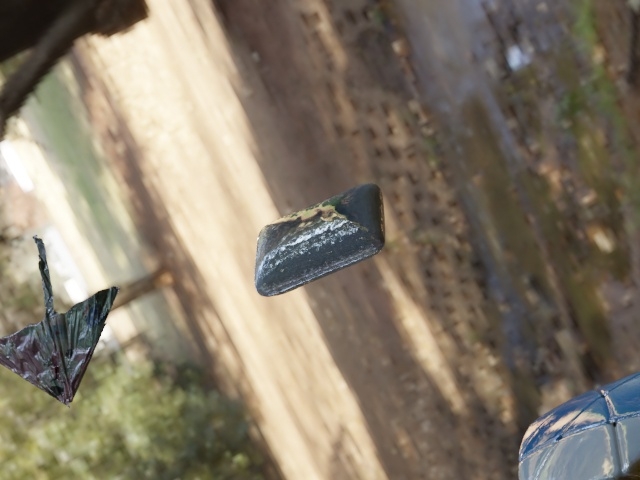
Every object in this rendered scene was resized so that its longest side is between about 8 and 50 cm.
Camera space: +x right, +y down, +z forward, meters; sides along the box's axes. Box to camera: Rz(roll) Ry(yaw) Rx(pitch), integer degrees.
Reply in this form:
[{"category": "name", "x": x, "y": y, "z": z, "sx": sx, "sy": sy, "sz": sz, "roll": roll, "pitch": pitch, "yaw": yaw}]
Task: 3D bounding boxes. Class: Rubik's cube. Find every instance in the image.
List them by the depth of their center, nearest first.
[{"category": "Rubik's cube", "x": 0.238, "y": 0.220, "z": 1.208, "sx": 0.254, "sy": 0.254, "sz": 0.254, "roll": 61, "pitch": 174, "yaw": 11}]

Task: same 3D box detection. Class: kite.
[{"category": "kite", "x": -0.222, "y": 0.065, "z": 1.142, "sx": 0.011, "sy": 0.139, "sz": 0.157, "roll": 35, "pitch": -142, "yaw": -61}]

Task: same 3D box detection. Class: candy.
[{"category": "candy", "x": 0.000, "y": 0.000, "z": 1.727, "sx": 0.071, "sy": 0.174, "sz": 0.138, "roll": 59, "pitch": -163, "yaw": -29}]
